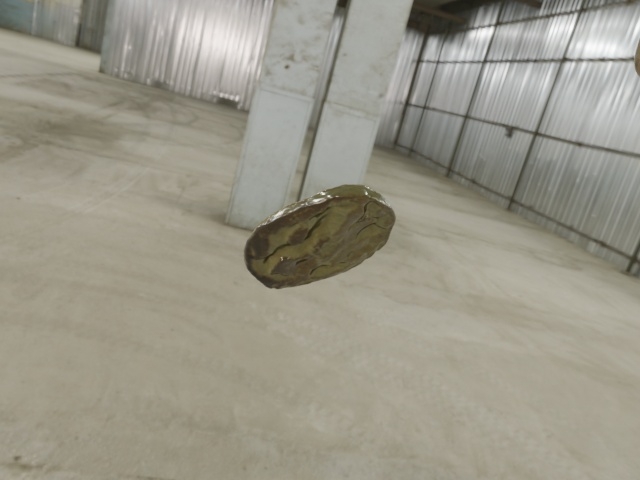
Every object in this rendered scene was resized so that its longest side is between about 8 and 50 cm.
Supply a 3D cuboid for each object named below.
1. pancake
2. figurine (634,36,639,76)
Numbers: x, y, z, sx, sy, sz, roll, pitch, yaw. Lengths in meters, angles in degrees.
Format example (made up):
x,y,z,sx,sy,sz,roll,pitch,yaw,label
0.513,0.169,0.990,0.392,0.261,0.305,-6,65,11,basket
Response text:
x,y,z,sx,sy,sz,roll,pitch,yaw,label
0.000,0.000,1.006,0.294,0.294,0.050,4,51,-36,pancake
0.318,-0.158,0.318,0.248,0.203,0.381,-12,43,-1,figurine
